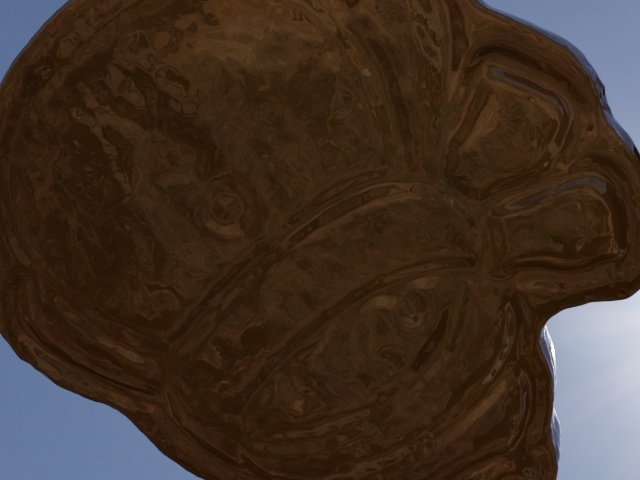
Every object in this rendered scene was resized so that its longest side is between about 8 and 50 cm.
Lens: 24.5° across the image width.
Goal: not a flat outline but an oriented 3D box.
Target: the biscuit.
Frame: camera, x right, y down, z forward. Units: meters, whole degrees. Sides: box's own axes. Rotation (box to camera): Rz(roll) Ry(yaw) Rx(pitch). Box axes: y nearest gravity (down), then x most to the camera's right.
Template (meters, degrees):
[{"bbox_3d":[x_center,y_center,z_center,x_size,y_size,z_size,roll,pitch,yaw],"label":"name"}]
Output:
[{"bbox_3d":[0.000,0.000,0.739,0.351,0.057,0.312,36,-65,-4],"label":"biscuit"}]
